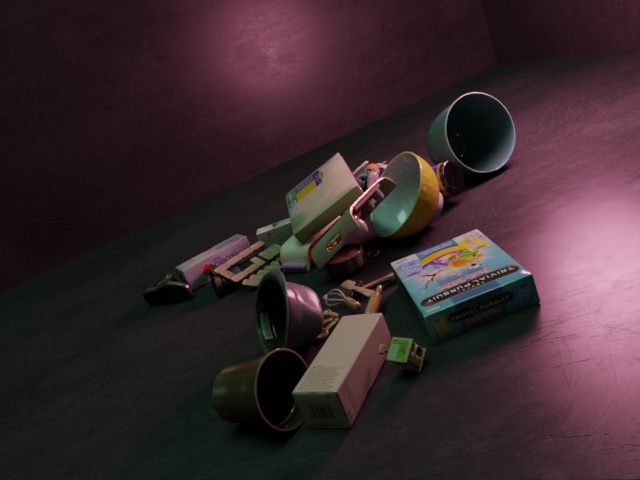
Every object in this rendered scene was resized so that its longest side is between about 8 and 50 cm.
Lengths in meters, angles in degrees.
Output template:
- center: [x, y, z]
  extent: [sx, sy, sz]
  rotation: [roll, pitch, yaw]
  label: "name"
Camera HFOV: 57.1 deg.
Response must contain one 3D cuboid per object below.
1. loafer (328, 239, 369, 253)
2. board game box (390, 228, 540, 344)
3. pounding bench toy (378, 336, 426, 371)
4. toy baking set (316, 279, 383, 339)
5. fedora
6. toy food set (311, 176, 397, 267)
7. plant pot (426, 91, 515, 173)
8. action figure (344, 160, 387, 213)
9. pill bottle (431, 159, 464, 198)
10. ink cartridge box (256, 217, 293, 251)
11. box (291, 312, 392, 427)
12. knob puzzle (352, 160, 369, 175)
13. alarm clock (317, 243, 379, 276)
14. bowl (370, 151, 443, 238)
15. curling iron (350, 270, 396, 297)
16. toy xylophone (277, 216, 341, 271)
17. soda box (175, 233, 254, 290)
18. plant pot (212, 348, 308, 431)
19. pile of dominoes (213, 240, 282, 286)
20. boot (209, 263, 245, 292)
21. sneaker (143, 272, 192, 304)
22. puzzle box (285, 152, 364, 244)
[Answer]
- center: [0.084, 0.035, 1.920]
  extent: [0.148, 0.056, 0.050]
  rotation: [-11, 19, 2]
  label: "loafer"
- center: [0.334, 0.097, 1.434]
  extent: [0.254, 0.079, 0.336]
  rotation: [-22, 19, 1]
  label: "board game box"
- center: [0.171, 0.240, 1.242]
  extent: [0.083, 0.065, 0.052]
  rotation: [-3, 59, 44]
  label: "pounding bench toy"
- center: [0.071, 0.172, 1.541]
  extent: [0.197, 0.030, 0.256]
  rotation: [-10, 32, 34]
  label: "toy baking set"
- center: [-0.073, 0.192, 1.487]
  extent: [0.124, 0.243, 0.275]
  rotation: [2, 0, -23]
  label: "fedora"
- center: [0.112, -0.055, 1.820]
  extent: [0.219, 0.092, 0.306]
  rotation: [-48, -3, 40]
  label: "toy food set"
- center: [0.532, -0.375, 2.199]
  extent: [0.293, 0.293, 0.235]
  rotation: [-29, 5, -20]
  label: "plant pot"
- center: [0.170, -0.192, 2.258]
  extent: [0.330, 0.178, 0.341]
  rotation: [-44, 23, -25]
  label: "action figure"
- center: [0.382, -0.190, 2.062]
  extent: [0.219, 0.122, 0.123]
  rotation: [-21, 14, 47]
  label: "pill bottle"
- center: [-0.138, -0.017, 2.220]
  extent: [0.181, 0.104, 0.061]
  rotation: [-19, 20, 6]
  label: "ink cartridge box"
- center: [0.055, 0.270, 1.255]
  extent: [0.113, 0.094, 0.275]
  rotation: [-9, 23, 32]
  label: "box"
- center: [0.135, -0.236, 2.442]
  extent: [0.213, 0.213, 0.030]
  rotation: [-34, 66, -30]
  label: "knob puzzle"
- center: [0.093, 0.060, 1.819]
  extent: [0.192, 0.064, 0.129]
  rotation: [-17, 19, 25]
  label: "alarm clock"
- center: [0.301, -0.126, 1.906]
  extent: [0.156, 0.289, 0.289]
  rotation: [18, 5, -23]
  label: "bowl"
- center: [0.206, 0.092, 1.654]
  extent: [0.274, 0.035, 0.068]
  rotation: [-23, 19, -3]
  label: "curling iron"
- center: [0.000, 0.000, 2.054]
  extent: [0.236, 0.081, 0.323]
  rotation: [3, 30, 40]
  label: "toy xylophone"
- center: [-0.405, 0.081, 2.269]
  extent: [0.286, 0.091, 0.098]
  rotation: [-31, 20, -23]
  label: "soda box"
- center: [-0.132, 0.320, 1.245]
  extent: [0.165, 0.167, 0.167]
  rotation: [-16, 19, 38]
  label: "plant pot"
- center: [-0.220, 0.094, 2.081]
  extent: [0.196, 0.040, 0.251]
  rotation: [23, 42, 34]
  label: "pile of dominoes"
- center: [-0.341, 0.130, 2.122]
  extent: [0.106, 0.082, 0.219]
  rotation: [-10, 19, -15]
  label: "boot"
- center: [-0.548, 0.169, 2.194]
  extent: [0.228, 0.087, 0.130]
  rotation: [-15, 26, 36]
  label: "sneaker"
- center: [0.005, -0.163, 2.109]
  extent: [0.272, 0.052, 0.409]
  rotation: [-38, 23, 10]
  label: "puzzle box"
